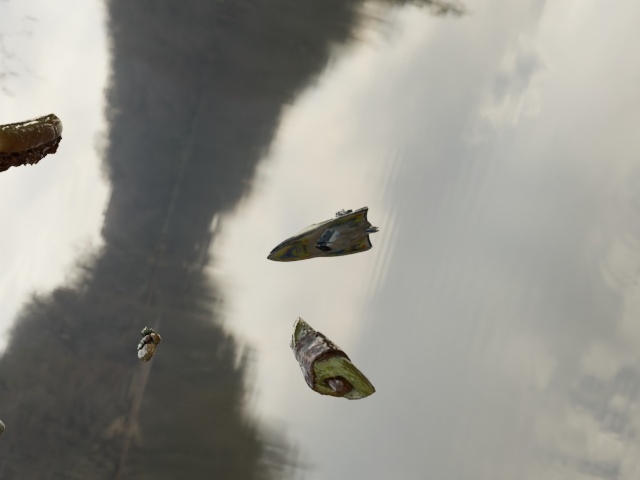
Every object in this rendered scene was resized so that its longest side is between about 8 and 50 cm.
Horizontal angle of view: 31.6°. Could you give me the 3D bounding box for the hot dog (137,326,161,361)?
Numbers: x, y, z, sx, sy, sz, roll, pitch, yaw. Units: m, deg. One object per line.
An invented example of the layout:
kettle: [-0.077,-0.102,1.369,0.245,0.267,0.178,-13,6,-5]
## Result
hot dog: [-0.340,0.203,2.221,0.056,0.041,0.133,-65,7,-20]

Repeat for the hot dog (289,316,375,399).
hot dog: [0.004,0.248,2.229,0.093,0.123,0.261,-39,36,-12]

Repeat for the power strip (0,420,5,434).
power strip: [-0.612,0.269,1.723,0.140,0.139,0.224,-55,-29,-21]

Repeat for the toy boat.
toy boat: [0.000,0.000,1.995,0.066,0.210,0.084,44,147,53]

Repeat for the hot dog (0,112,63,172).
hot dog: [-0.516,-0.158,1.924,0.102,0.076,0.249,-28,3,22]
